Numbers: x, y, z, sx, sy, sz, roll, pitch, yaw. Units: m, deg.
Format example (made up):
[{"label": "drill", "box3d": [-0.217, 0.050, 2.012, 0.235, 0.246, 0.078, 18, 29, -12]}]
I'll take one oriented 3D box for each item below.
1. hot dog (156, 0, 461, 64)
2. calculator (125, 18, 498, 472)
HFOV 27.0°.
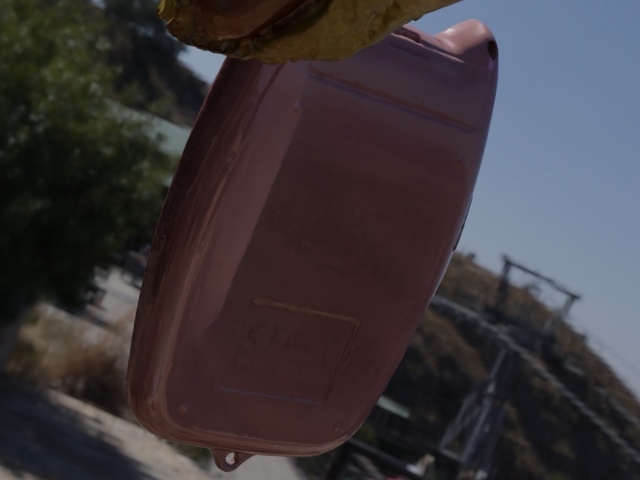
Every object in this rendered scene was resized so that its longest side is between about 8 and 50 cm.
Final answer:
[{"label": "hot dog", "box3d": [0.022, -0.104, 0.435, 0.078, 0.169, 0.061, 60, 6, -13]}, {"label": "calculator", "box3d": [0.000, 0.000, 0.837, 0.220, 0.330, 0.048, 13, 12, -40]}]
